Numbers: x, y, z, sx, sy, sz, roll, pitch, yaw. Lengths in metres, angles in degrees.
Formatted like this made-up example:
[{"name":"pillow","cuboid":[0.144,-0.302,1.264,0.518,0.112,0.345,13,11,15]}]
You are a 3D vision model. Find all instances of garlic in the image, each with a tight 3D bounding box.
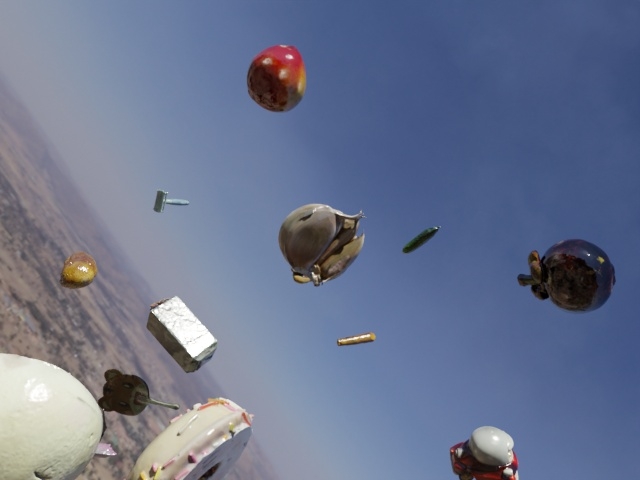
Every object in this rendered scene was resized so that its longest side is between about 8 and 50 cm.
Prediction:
[{"name":"garlic","cuboid":[0.000,0.000,1.649,0.237,0.292,0.210,31,11,10]}]

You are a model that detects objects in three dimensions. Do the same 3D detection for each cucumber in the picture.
[{"name":"cucumber","cuboid":[0.321,-0.004,1.722,0.155,0.037,0.037,-39,-96,31]}]

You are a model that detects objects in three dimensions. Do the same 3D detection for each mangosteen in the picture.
[{"name":"mangosteen","cuboid":[0.722,0.108,1.606,0.265,0.228,0.228,-5,-51,21]}]

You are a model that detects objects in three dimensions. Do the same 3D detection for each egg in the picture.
[{"name":"egg","cuboid":[-0.619,0.400,1.073,0.201,0.337,0.337,-96,162,-63]}]

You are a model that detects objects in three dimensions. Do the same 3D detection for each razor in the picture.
[{"name":"razor","cuboid":[-0.455,-0.119,1.685,0.040,0.068,0.135,20,10,24]}]

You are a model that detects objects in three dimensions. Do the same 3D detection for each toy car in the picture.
[{"name":"toy car","cuboid":[0.347,0.444,1.138,0.112,0.139,0.112,-84,175,-62]}]

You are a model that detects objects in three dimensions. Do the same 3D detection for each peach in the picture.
[{"name":"peach","cuboid":[-0.124,-0.478,1.588,0.197,0.197,0.197,49,-18,22]}]

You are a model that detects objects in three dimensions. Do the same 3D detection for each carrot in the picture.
[{"name":"carrot","cuboid":[0.141,0.397,2.175,0.042,0.170,0.042,176,-90,-65]}]

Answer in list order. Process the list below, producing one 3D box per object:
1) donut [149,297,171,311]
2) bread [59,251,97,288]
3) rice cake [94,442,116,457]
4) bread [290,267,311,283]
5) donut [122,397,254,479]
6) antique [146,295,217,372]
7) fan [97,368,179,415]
[{"name":"donut","cuboid":[-0.511,0.303,1.941,0.235,0.089,0.235,55,4,-6]},{"name":"bread","cuboid":[-0.853,0.092,1.915,0.344,0.124,0.084,-154,-125,-66]},{"name":"rice cake","cuboid":[-0.773,0.652,1.714,0.081,0.051,0.290,-6,-25,30]},{"name":"bread","cuboid":[-0.065,0.052,2.063,0.134,0.081,0.225,3,72,-60]},{"name":"donut","cuboid":[-0.340,0.565,1.404,0.142,0.382,0.383,40,-21,20]},{"name":"antique","cuboid":[-0.353,0.245,1.395,0.183,0.086,0.088,45,-44,12]},{"name":"fan","cuboid":[-0.508,0.444,1.526,0.008,0.226,0.153,-84,-168,-69]}]
